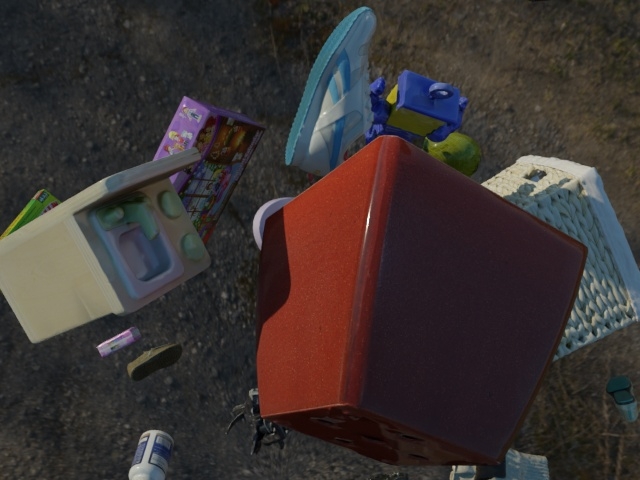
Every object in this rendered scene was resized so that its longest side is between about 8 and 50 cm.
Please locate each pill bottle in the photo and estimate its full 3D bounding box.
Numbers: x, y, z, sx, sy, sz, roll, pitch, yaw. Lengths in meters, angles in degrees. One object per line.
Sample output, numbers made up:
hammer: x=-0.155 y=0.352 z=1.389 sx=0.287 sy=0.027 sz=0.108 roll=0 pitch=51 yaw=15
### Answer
pill bottle: x=-0.320 y=0.423 z=1.245 sx=0.067 sy=0.067 sz=0.120 roll=6 pitch=34 yaw=-1

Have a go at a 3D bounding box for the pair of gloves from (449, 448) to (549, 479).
pair of gloves: x=0.308 y=0.470 z=1.148 sx=0.204 sy=0.042 sz=0.240 roll=20 pitch=64 yaw=-11

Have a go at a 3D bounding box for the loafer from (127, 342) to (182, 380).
loafer: x=-0.399 y=0.283 z=1.592 sx=0.050 sy=0.056 sz=0.148 roll=23 pitch=32 yaw=39

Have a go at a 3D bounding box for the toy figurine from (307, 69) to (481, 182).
toy figurine: x=0.175 y=-0.180 z=1.115 sx=0.362 sy=0.217 sz=0.191 roll=15 pitch=65 yaw=-20

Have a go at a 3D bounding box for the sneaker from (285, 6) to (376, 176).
sneaker: x=0.030 y=-0.196 z=0.894 sx=0.092 sy=0.087 sz=0.229 roll=18 pitch=102 yaw=-15

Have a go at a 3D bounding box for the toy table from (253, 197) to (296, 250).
toy table: x=0.000 y=0.000 z=1.519 sx=0.274 sy=0.161 sz=0.252 roll=9 pitch=87 yaw=-41

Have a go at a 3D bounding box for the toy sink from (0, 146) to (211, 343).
toy sink: x=-0.228 y=0.011 z=0.746 sx=0.131 sy=0.234 sz=0.153 roll=63 pitch=32 yaw=-7

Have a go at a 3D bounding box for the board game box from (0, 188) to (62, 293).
board game box: x=-0.506 y=0.010 z=1.158 sx=0.092 sy=0.043 sz=0.181 roll=43 pitch=65 yaw=-26

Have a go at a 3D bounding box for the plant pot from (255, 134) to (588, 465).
plant pot: x=0.079 y=0.095 z=0.694 sx=0.267 sy=0.267 sz=0.236 roll=25 pitch=62 yaw=-21

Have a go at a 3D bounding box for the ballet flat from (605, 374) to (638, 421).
ballet flat: x=0.646 y=0.340 z=1.420 sx=0.057 sy=0.168 sz=0.052 roll=-18 pitch=92 yaw=22

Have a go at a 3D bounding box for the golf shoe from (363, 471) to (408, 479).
golf shoe: x=0.071 y=0.434 z=1.026 sx=0.198 sy=0.077 sz=0.094 roll=-25 pitch=86 yaw=-33

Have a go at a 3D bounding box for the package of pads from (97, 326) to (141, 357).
package of pads: x=-0.432 y=0.218 z=1.428 sx=0.083 sy=0.050 sz=0.032 roll=-28 pitch=88 yaw=3

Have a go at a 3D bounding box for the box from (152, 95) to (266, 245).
box: x=-0.220 y=-0.086 z=1.121 sx=0.057 sy=0.201 sz=0.293 roll=33 pitch=103 yaw=17

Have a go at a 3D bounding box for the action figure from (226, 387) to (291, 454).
action figure: x=-0.031 y=0.267 z=1.105 sx=0.275 sy=0.141 sz=0.164 roll=-4 pitch=28 yaw=11

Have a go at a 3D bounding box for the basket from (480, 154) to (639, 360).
basket: x=0.442 y=0.034 z=1.369 sx=0.266 sy=0.328 sz=0.331 roll=-29 pitch=103 yaw=2
